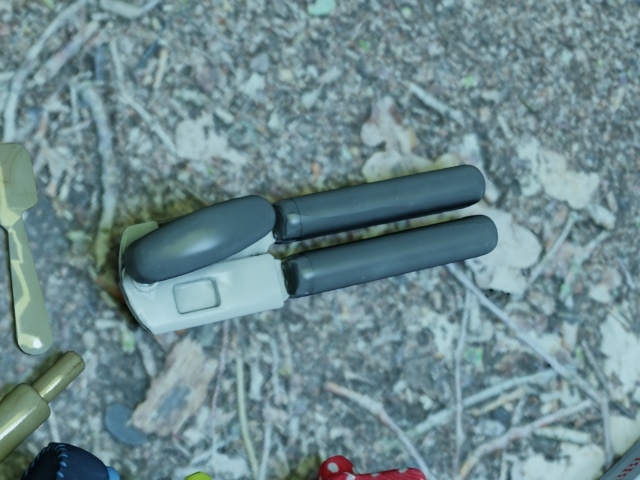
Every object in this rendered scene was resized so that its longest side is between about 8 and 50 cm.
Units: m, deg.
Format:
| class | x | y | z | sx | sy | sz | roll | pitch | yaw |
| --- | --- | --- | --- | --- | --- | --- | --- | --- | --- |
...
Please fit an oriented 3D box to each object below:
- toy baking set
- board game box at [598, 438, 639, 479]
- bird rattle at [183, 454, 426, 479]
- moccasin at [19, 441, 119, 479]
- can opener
| class | x | y | z | sx | sy | sz | roll | pitch | yaw |
| --- | --- | --- | --- | --- | --- | --- | --- | --- | --- |
| toy baking set | -0.250 | 0.056 | 1.177 | 0.256 | 0.030 | 0.197 | -39 | 96 | -23 |
| board game box | 0.236 | 0.349 | 1.297 | 0.318 | 0.066 | 0.318 | -39 | 95 | -23 |
| bird rattle | -0.039 | 0.240 | 1.204 | 0.253 | 0.143 | 0.207 | 7 | 89 | -34 |
| moccasin | -0.238 | 0.261 | 1.084 | 0.117 | 0.138 | 0.342 | 34 | 70 | -14 |
| can opener | 0.000 | 0.000 | 1.252 | 0.283 | 0.095 | 0.076 | -12 | 85 | -23 |
